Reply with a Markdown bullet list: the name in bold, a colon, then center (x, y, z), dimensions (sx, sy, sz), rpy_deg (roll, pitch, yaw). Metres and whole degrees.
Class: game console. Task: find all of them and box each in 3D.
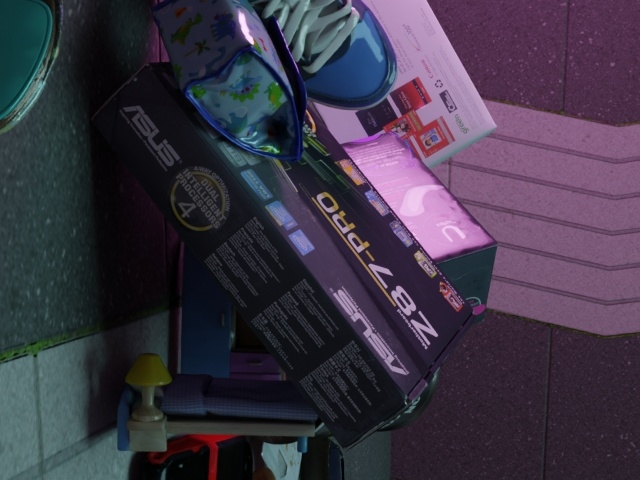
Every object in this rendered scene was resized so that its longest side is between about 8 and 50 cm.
- **game console**: center (-0.161, 0.426, 1.276), dimensions (0.342, 0.060, 0.386), rpy_deg (16, 76, -76)

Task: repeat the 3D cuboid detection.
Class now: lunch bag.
- **lunch bag**: center (-0.071, -0.155, 0.988), dimensions (0.151, 0.096, 0.128), rpy_deg (49, 15, -50)

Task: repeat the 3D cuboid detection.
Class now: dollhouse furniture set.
- **dollhouse furniture set**: center (-0.052, 0.100, 1.123), dimensions (0.303, 0.286, 0.198), rpy_deg (-99, -170, -86)

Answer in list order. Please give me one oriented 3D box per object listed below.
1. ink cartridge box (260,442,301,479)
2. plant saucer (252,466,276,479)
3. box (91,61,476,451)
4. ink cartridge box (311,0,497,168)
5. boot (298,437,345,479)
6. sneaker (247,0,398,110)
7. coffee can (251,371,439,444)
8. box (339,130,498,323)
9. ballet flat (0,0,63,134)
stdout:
- **ink cartridge box**: center (-0.072, 0.269, 1.667), dimensions (0.275, 0.060, 0.239), rpy_deg (74, 23, -57)
- **plant saucer**: center (-0.093, 0.417, 1.481), dimensions (0.200, 0.037, 0.200), rpy_deg (-176, -90, -75)
- **box**: center (-0.019, -0.012, 1.102), dimensions (0.395, 0.097, 0.318), rpy_deg (52, 23, 4)
- **ink cartridge box**: center (0.066, -0.232, 1.620), dimensions (0.309, 0.272, 0.130), rpy_deg (60, -12, -5)
- **boot**: center (0.001, 0.368, 1.945), dimensions (0.082, 0.106, 0.219), rpy_deg (57, 38, -72)
- **sneaker**: center (-0.043, -0.247, 1.061), dimensions (0.130, 0.323, 0.236), rpy_deg (-48, -171, 2)
- **coffee can**: center (0.016, 0.176, 1.494), dimensions (0.275, 0.202, 0.201), rpy_deg (8, 84, -56)
- **box**: center (0.088, -0.003, 1.410), dimensions (0.270, 0.165, 0.143), rpy_deg (53, -29, 42)
- **ballet flat**: center (-0.221, -0.172, 0.768), dimensions (0.079, 0.077, 0.221), rpy_deg (132, -37, -76)
